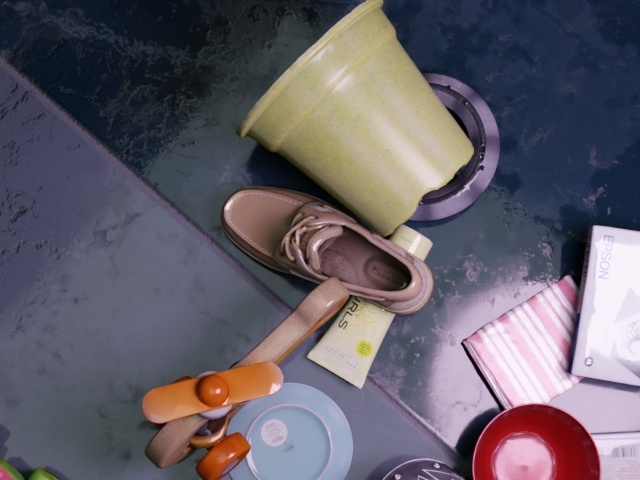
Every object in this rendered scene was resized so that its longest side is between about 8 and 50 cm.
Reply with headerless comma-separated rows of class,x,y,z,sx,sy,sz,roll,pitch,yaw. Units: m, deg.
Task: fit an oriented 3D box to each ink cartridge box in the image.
ink cartridge box,0.483,0.102,1.721,0.224,0.045,0.223,8,89,2

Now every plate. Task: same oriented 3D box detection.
plate,-0.046,0.300,1.738,0.188,0.024,0.188,0,82,-1

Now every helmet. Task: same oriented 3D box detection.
helmet,0.147,0.386,1.660,0.169,0.161,0.169,0,81,-2

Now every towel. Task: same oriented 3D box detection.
towel,0.328,0.158,1.771,0.197,0.029,0.144,-31,83,-8

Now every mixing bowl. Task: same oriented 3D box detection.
mixing bowl,0.298,0.322,1.706,0.181,0.098,0.181,0,82,-3

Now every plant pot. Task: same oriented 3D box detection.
plant pot,0.068,-0.154,1.672,0.276,0.276,0.254,-44,91,-7

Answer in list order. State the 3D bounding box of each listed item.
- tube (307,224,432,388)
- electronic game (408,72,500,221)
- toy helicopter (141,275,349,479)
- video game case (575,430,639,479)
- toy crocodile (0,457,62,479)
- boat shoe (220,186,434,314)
tube,0.081,0.092,1.758,0.062,0.070,0.240,35,84,-38
electronic game,0.154,-0.141,1.798,0.229,0.048,0.229,-1,81,7
toy helicopter,-0.103,0.177,1.621,0.355,0.235,0.140,-44,76,3
video game case,0.486,0.377,1.722,0.227,0.026,0.206,-3,87,3
toy crocodile,-0.462,0.339,1.679,0.340,0.105,0.115,35,82,4
boat shoe,0.000,0.000,1.713,0.341,0.110,0.122,21,85,18
